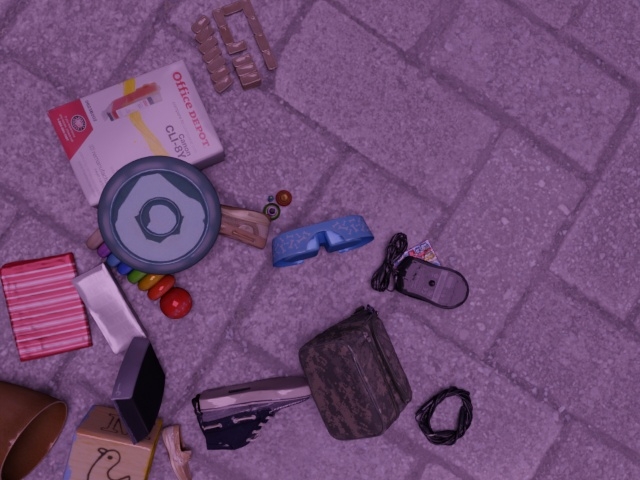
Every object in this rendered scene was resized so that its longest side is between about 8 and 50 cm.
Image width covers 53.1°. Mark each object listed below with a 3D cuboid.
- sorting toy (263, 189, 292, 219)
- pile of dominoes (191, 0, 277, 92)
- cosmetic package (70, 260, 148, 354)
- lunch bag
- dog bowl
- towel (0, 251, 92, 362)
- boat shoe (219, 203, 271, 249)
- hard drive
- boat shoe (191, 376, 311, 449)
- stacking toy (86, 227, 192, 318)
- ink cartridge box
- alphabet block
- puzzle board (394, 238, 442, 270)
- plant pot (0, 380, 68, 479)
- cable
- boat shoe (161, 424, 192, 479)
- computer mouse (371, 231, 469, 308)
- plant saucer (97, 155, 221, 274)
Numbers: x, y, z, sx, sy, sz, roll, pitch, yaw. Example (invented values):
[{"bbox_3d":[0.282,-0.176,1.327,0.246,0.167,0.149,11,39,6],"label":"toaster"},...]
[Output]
[{"bbox_3d":[-0.127,-0.107,1.848,0.061,0.042,0.102,40,84,-4],"label":"sorting toy"},{"bbox_3d":[-0.253,-0.559,1.864,0.196,0.040,0.251,-22,83,-7],"label":"pile of dominoes"},{"bbox_3d":[-0.576,0.185,1.761,0.099,0.060,0.238,-28,98,-6],"label":"cosmetic package"},{"bbox_3d":[0.115,0.358,1.775,0.213,0.256,0.304,-23,92,37],"label":"lunch bag"},{"bbox_3d":[0.000,0.000,1.807,0.298,0.166,0.074,-15,79,-8],"label":"dog bowl"},{"bbox_3d":[-0.754,0.180,1.764,0.199,0.031,0.274,-12,91,-10],"label":"towel"},{"bbox_3d":[-0.311,-0.050,1.783,0.342,0.122,0.110,11,86,-8],"label":"boat shoe"},{"bbox_3d":[-0.463,0.379,1.659,0.054,0.254,0.171,-13,116,4],"label":"hard drive"},{"bbox_3d":[-0.177,0.484,1.791,0.341,0.127,0.158,-8,96,0],"label":"boat shoe"},{"bbox_3d":[-0.476,0.080,1.758,0.141,0.141,0.330,-43,98,-7],"label":"stacking toy"},{"bbox_3d":[-0.488,-0.285,1.749,0.385,0.160,0.279,-24,92,-8],"label":"ink cartridge box"},{"bbox_3d":[-0.543,0.567,1.685,0.197,0.193,0.192,14,97,-7],"label":"alphabet block"},{"bbox_3d":[0.288,0.067,1.911,0.128,0.011,0.096,-28,91,-7],"label":"puzzle board"},{"bbox_3d":[-0.838,0.461,1.661,0.255,0.237,0.237,28,85,9],"label":"plant pot"},{"bbox_3d":[0.379,0.516,1.888,0.184,0.047,0.150,-39,93,-8],"label":"cable"},{"bbox_3d":[-0.386,0.593,1.779,0.059,0.063,0.169,-21,90,-2],"label":"boat shoe"},{"bbox_3d":[0.301,0.108,1.877,0.272,0.072,0.188,25,88,6],"label":"computer mouse"},{"bbox_3d":[-0.418,-0.062,1.673,0.318,0.044,0.317,-2,98,-11],"label":"plant saucer"}]
